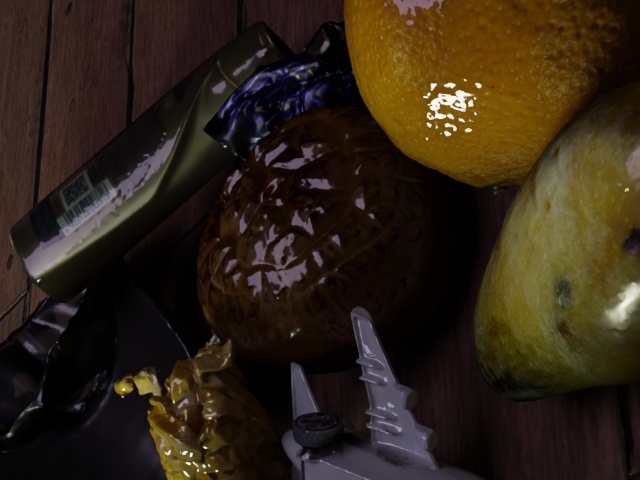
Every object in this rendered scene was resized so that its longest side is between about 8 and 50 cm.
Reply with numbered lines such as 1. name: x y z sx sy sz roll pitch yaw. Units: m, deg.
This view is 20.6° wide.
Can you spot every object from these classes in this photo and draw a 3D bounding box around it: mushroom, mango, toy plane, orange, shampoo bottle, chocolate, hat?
1. mushroom: 0.000 0.000 1.505 0.253 0.153 0.253 -25 46 28
2. mango: 0.205 0.006 1.172 0.176 0.175 0.329 -48 -2 -22
3. toy plane: 0.049 0.188 1.358 0.255 0.101 0.251 22 119 48
4. orange: 0.136 -0.164 1.292 0.264 0.264 0.264 -37 44 46
5. shampoo bottle: -0.165 -0.082 1.815 0.350 0.084 0.125 -41 41 7
6. chocolate: 0.031 -0.199 1.647 0.343 0.126 0.148 -54 -5 16
7. hat: -0.244 0.173 1.896 0.382 0.257 0.366 40 90 24

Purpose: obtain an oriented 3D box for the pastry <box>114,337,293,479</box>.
1. pastry: -0.088 0.175 1.510 0.102 0.250 0.154 -32 50 -12

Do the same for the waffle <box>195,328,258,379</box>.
1. waffle: -0.086 0.115 1.647 0.191 0.038 0.191 -57 -12 -18
